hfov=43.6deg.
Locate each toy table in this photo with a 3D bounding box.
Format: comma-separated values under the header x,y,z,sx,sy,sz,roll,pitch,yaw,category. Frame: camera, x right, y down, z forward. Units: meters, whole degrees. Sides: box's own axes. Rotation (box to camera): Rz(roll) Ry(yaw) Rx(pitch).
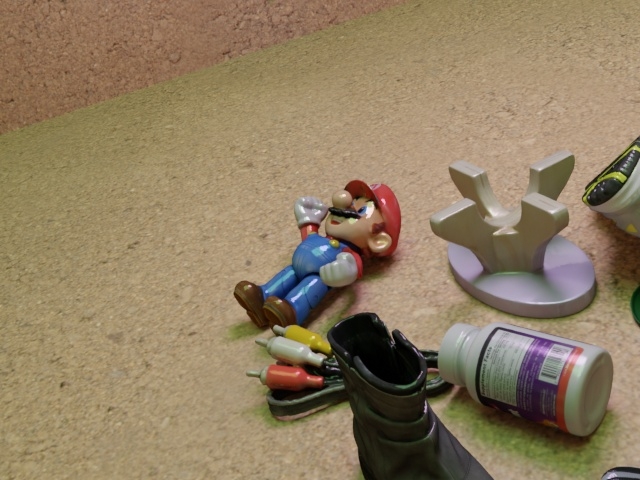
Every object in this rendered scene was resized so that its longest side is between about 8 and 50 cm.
x,y,z,sx,sy,sz,roll,pitch,yaw,category
0.291,-0.016,1.210,0.252,0.161,0.274,-33,32,-26,toy table

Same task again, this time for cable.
x,y,z,sx,sy,sz,roll,pitch,yaw,category
0.033,0.181,1.094,0.287,0.072,0.139,1,39,27,cable

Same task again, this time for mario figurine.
x,y,z,sx,sy,sz,roll,pitch,yaw,category
0.000,0.000,1.307,0.198,0.170,0.320,40,64,16,mario figurine

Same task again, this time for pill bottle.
x,y,z,sx,sy,sz,roll,pitch,yaw,category
0.246,0.161,0.984,0.193,0.108,0.108,12,40,40,pill bottle

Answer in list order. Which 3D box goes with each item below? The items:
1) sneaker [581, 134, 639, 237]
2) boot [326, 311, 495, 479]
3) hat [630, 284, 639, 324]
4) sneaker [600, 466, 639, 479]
x,y,z,sx,sy,sz,roll,pitch,yaw,category
0.500,-0.072,1.222,0.147,0.145,0.385,44,30,9,sneaker
0.113,0.224,0.828,0.118,0.222,0.338,-29,32,-22,boot
0.504,0.007,1.036,0.208,0.183,0.173,-20,30,-6,hat
0.367,0.281,0.773,0.224,0.098,0.083,9,19,-2,sneaker
